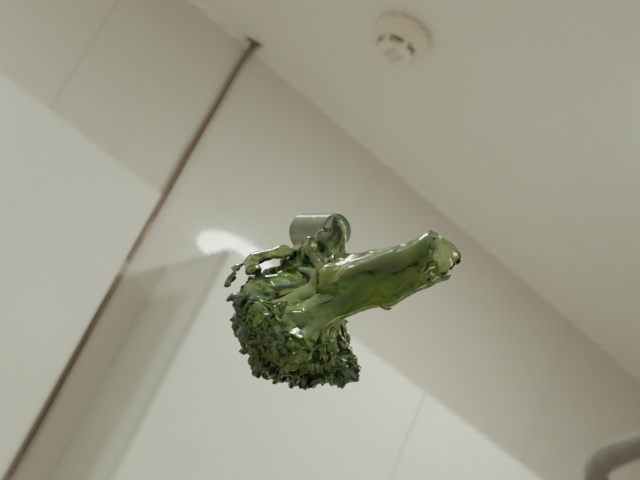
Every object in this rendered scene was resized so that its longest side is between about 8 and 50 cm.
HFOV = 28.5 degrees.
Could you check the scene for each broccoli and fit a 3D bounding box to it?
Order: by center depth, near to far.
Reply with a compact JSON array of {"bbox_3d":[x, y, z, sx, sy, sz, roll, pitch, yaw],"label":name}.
[{"bbox_3d":[0.034,0.050,1.411,0.275,0.198,0.177,-34,-72,17],"label":"broccoli"}]

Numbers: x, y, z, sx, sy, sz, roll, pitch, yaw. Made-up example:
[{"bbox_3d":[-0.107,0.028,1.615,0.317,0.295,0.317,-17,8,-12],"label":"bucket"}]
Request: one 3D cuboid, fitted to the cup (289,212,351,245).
[{"bbox_3d":[-0.004,-0.004,1.754,0.054,0.074,0.083,33,-19,-28],"label":"cup"}]
